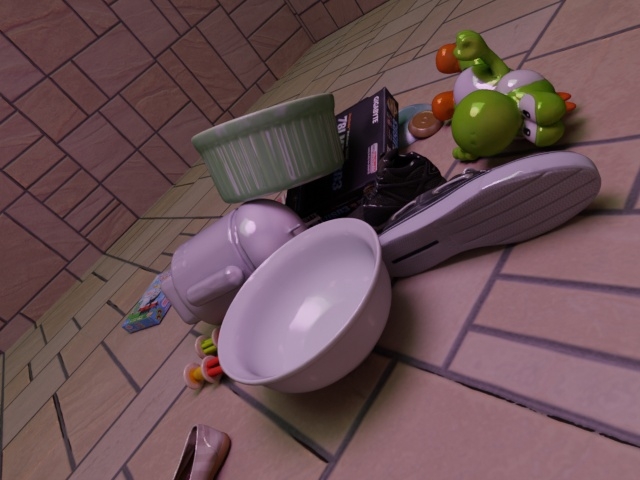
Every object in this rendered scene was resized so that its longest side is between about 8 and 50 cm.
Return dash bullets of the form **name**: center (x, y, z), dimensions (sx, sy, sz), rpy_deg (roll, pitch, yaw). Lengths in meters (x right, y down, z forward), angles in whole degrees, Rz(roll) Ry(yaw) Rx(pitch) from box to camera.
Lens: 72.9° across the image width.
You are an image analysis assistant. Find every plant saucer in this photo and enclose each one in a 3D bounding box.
- **plant saucer**: center (0.210, -0.298, 1.113), dimensions (0.195, 0.037, 0.195), rpy_deg (-31, 28, 19)
- **plant saucer**: center (0.246, -0.280, 1.023), dimensions (0.084, 0.015, 0.083), rpy_deg (-11, 56, 17)

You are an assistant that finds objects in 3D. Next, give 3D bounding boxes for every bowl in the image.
- **bowl**: center (-0.003, 0.116, 0.662), dimensions (0.298, 0.134, 0.297), rpy_deg (-30, 29, 19)

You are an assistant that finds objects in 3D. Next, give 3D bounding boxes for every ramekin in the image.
- **ramekin**: center (-0.097, -0.186, 0.907), dimensions (0.304, 0.148, 0.303), rpy_deg (-17, 13, 4)

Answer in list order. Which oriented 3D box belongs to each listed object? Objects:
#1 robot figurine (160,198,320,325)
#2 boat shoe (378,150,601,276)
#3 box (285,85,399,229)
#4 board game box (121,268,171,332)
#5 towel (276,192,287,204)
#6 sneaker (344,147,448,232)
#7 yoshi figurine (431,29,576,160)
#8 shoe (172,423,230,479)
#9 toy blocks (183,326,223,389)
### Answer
- **robot figurine**: center (-0.162, 0.045, 0.899), dimensions (0.354, 0.199, 0.300), rpy_deg (-30, 13, 19)
- **boat shoe**: center (0.217, -0.055, 0.645), dimensions (0.335, 0.121, 0.119), rpy_deg (-23, 36, 34)
- **box**: center (0.048, -0.188, 1.039), dimensions (0.294, 0.073, 0.295), rpy_deg (-23, 47, 37)
- **board game box**: center (-0.493, 0.172, 1.315), dimensions (0.160, 0.039, 0.211), rpy_deg (-21, 32, 35)
- **towel**: center (-0.037, -0.127, 1.190), dimensions (0.197, 0.029, 0.144), rpy_deg (-33, 28, 9)
- **sneaker**: center (0.114, -0.095, 0.834), dimensions (0.228, 0.130, 0.087), rpy_deg (-28, 28, 28)
- **yoshi figurine**: center (0.289, -0.260, 0.808), dimensions (0.203, 0.204, 0.362), rpy_deg (-50, 26, 19)
- **shoe**: center (-0.199, 0.371, 0.616), dimensions (0.077, 0.058, 0.219), rpy_deg (-22, 32, 32)
- **toy blocks**: center (-0.186, 0.213, 0.840), dimensions (0.148, 0.054, 0.123), rpy_deg (-27, 31, 26)
